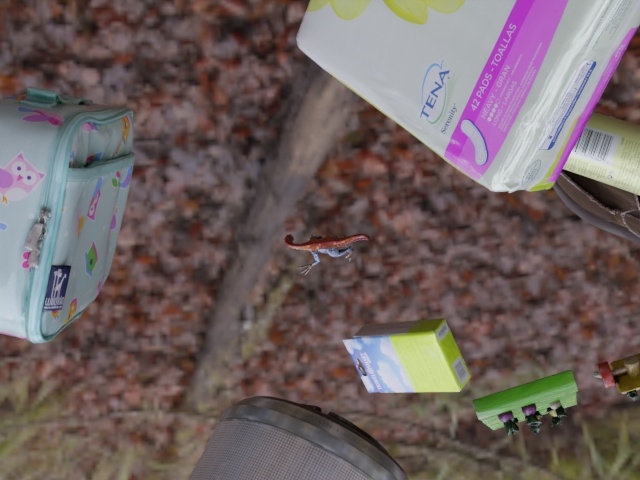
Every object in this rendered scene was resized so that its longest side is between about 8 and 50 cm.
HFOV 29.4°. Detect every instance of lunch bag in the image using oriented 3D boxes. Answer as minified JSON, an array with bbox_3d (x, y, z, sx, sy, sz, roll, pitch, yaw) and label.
[{"bbox_3d":[-0.256,-0.034,1.156,0.107,0.224,0.279,15,-171,0],"label":"lunch bag"}]

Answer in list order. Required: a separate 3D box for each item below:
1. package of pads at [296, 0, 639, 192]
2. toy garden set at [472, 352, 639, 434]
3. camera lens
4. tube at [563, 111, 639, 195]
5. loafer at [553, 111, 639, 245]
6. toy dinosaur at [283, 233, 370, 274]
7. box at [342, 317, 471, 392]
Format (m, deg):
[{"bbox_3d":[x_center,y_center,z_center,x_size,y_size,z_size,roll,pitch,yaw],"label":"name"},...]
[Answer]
[{"bbox_3d":[0.129,-0.203,1.107,0.101,0.296,0.229,-10,132,-48],"label":"package of pads"},{"bbox_3d":[0.282,0.180,1.360,0.203,0.049,0.244,-19,166,8],"label":"toy garden set"},{"bbox_3d":[-0.048,0.310,1.206,0.219,0.274,0.219,23,155,12],"label":"camera lens"},{"bbox_3d":[0.339,-0.065,1.163,0.240,0.062,0.070,19,167,14],"label":"tube"},{"bbox_3d":[0.399,-0.066,1.436,0.134,0.366,0.130,-40,138,-10],"label":"loafer"},{"bbox_3d":[0.000,0.000,1.499,0.082,0.047,0.090,11,140,-35],"label":"toy dinosaur"},{"bbox_3d":[0.130,0.177,1.846,0.178,0.042,0.109,-8,116,42],"label":"box"}]
